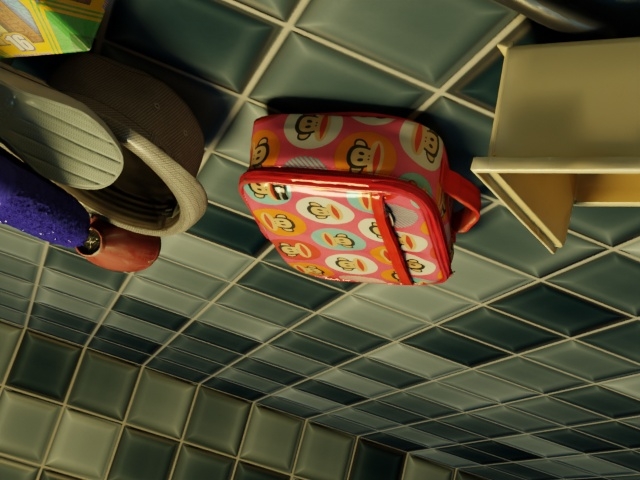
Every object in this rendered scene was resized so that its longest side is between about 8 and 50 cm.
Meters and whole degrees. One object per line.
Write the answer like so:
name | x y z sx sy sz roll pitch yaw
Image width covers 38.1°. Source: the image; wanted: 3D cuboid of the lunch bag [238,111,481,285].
lunch bag | 0.061 -0.042 1.096 0.258 0.120 0.293 4 158 16

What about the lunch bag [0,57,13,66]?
lunch bag | -0.485 -0.239 0.975 0.279 0.108 0.224 15 159 2

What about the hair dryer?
hair dryer | -0.319 -0.031 1.251 0.223 0.080 0.293 26 -173 -31

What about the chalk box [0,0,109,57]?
chalk box | -0.276 -0.262 0.744 0.132 0.132 0.213 3 157 29

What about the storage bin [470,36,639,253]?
storage bin | 0.306 -0.069 0.802 0.262 0.123 0.260 2 163 31

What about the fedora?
fedora | -0.238 -0.123 1.069 0.275 0.124 0.243 36 150 -28

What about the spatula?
spatula | 0.102 -0.211 0.749 0.296 0.030 0.084 16 165 -3

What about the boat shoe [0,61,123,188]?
boat shoe | -0.285 -0.129 0.888 0.226 0.083 0.076 36 -168 -44

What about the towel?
towel | -0.373 -0.084 0.875 0.227 0.076 0.308 33 176 21
